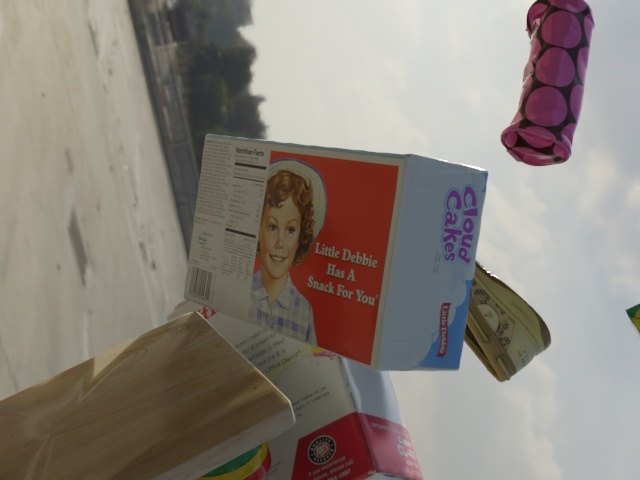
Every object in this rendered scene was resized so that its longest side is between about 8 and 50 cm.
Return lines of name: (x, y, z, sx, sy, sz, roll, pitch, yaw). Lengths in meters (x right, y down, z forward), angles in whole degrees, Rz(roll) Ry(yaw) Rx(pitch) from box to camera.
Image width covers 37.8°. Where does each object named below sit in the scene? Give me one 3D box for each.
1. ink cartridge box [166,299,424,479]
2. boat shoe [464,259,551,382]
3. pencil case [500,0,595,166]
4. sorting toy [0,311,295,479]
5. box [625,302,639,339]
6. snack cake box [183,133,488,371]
ink cartridge box: (-0.038, 0.182, 1.105, 0.131, 0.226, 0.306, 31, 35, -50)
boat shoe: (0.164, 0.062, 1.207, 0.285, 0.089, 0.105, 41, -15, 34)
pencil case: (0.273, -0.191, 1.131, 0.098, 0.095, 0.209, -11, -126, 49)
sorting toy: (-0.182, 0.202, 0.932, 0.255, 0.257, 0.089, 31, -39, 57)
box: (0.384, 0.094, 0.947, 0.043, 0.105, 0.179, 59, 10, -22)
snack cake box: (0.000, 0.000, 0.753, 0.264, 0.089, 0.152, 14, -84, 51)
